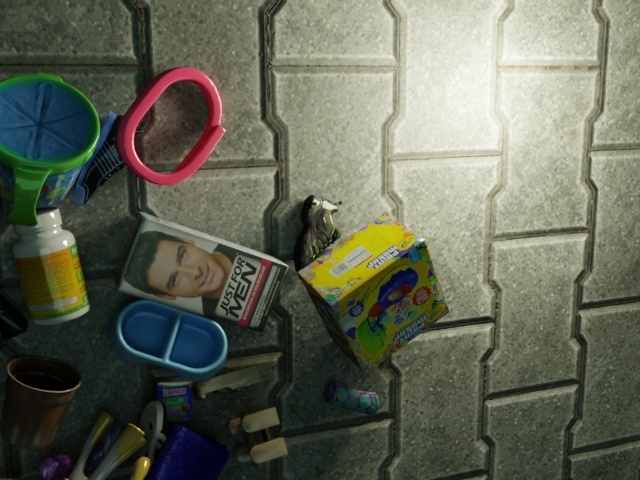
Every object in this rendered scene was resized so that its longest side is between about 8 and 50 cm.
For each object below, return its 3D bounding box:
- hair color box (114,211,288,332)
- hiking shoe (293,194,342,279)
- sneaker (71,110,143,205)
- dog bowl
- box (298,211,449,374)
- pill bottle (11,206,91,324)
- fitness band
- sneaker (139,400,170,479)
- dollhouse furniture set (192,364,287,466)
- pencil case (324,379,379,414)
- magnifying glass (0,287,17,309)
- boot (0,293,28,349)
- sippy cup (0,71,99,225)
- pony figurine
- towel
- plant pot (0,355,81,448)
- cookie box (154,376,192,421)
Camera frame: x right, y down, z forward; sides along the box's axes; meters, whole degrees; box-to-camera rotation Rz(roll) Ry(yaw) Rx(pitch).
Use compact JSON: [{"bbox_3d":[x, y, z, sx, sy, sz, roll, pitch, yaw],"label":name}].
[{"bbox_3d":[-0.290,0.080,1.807,0.374,0.113,0.185,20,93,-23],"label":"hair color box"},{"bbox_3d":[0.000,0.000,1.918,0.114,0.086,0.227,8,97,-19],"label":"hiking shoe"},{"bbox_3d":[-0.490,-0.177,1.693,0.090,0.081,0.232,25,90,-17],"label":"sneaker"},{"bbox_3d":[-0.361,0.236,1.785,0.297,0.074,0.166,20,72,-12],"label":"dog bowl"},{"bbox_3d":[0.143,0.135,1.915,0.290,0.177,0.279,-35,130,-11],"label":"box"},{"bbox_3d":[-0.613,0.055,1.663,0.136,0.136,0.245,-14,106,-18],"label":"pill bottle"},{"bbox_3d":[-0.342,-0.266,1.713,0.209,0.054,0.291,44,70,-32],"label":"fitness band"},{"bbox_3d":[-0.386,0.496,1.850,0.121,0.079,0.217,0,104,-43],"label":"sneaker"},{"bbox_3d":[-0.212,0.459,1.870,0.161,0.212,0.242,-13,79,-20],"label":"dollhouse furniture set"},{"bbox_3d":[0.088,0.438,2.055,0.152,0.064,0.070,19,109,-24],"label":"pencil case"},{"bbox_3d":[-0.754,0.112,1.681,0.092,0.026,0.231,-12,104,-18],"label":"magnifying glass"},{"bbox_3d":[-0.799,0.184,1.622,0.246,0.094,0.207,-33,102,-9],"label":"boot"},{"bbox_3d":[-0.598,-0.186,1.548,0.240,0.224,0.305,38,51,1],"label":"sippy cup"},{"bbox_3d":[-0.566,0.585,1.713,0.303,0.351,0.363,47,64,-26],"label":"pony figurine"},{"bbox_3d":[-0.348,0.620,1.801,0.227,0.076,0.308,47,62,-53],"label":"towel"},{"bbox_3d":[-0.661,0.379,1.707,0.167,0.167,0.165,16,102,-23],"label":"plant pot"},{"bbox_3d":[-0.376,0.404,1.880,0.092,0.040,0.107,2,99,-20],"label":"cookie box"}]
